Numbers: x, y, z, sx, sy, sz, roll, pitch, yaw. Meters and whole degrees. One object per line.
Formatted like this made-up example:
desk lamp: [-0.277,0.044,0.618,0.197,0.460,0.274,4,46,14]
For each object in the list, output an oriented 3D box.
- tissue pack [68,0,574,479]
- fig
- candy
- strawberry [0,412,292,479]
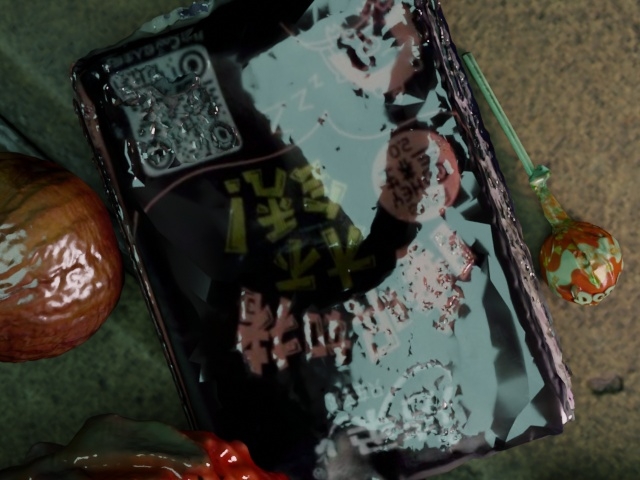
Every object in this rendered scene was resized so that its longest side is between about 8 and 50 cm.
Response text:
tissue pack: [0.000,0.000,1.132,0.245,0.123,0.332,-19,92,12]
fig: [-0.220,0.028,1.090,0.146,0.201,0.134,-13,102,39]
candy: [0.139,-0.042,1.169,0.055,0.049,0.185,-28,88,-26]
strawberry: [-0.103,0.260,1.078,0.265,0.149,0.336,-21,129,16]
